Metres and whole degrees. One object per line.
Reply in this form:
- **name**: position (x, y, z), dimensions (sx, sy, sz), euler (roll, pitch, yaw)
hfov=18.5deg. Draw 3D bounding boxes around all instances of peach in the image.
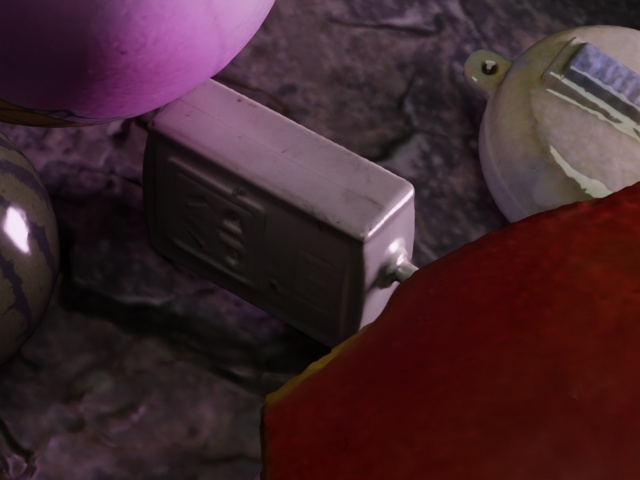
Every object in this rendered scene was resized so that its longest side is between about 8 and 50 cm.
- **peach**: position (0.126, 0.147, 0.636), dimensions (0.306, 0.242, 0.380), euler (1, 54, -10)

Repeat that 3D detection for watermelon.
- **watermelon**: position (-0.151, -0.005, 0.731), dimensions (0.105, 0.133, 0.105), euler (-1, 53, 1)

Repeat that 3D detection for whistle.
- **whistle**: position (0.175, -0.015, 0.878), dimensions (0.258, 0.067, 0.126), euler (34, 54, 7)

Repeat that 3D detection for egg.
- **egg**: position (-0.109, -0.141, 0.772), dimensions (0.196, 0.271, 0.196), euler (-1, 95, -17)

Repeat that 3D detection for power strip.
- **power strip**: position (0.000, 0.000, 0.789), dimensions (0.175, 0.075, 0.042), euler (28, 50, 22)

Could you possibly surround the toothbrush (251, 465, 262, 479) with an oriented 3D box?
- **toothbrush**: position (-0.034, 0.116, 0.748), dimensions (0.025, 0.020, 0.286), euler (36, 53, 3)
